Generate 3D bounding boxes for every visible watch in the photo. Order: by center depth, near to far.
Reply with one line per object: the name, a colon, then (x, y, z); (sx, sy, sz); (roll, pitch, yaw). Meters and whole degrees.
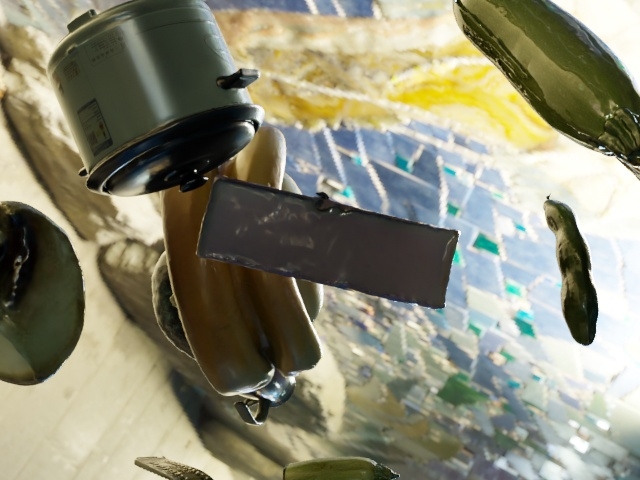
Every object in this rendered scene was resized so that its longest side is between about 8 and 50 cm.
watch: (-0.168, 0.378, 1.248); (0.102, 0.268, 0.165); (-9, 95, -29)

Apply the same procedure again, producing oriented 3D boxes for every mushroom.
mushroom: (-0.496, 0.055, 1.445); (0.292, 0.217, 0.212); (49, 60, -24)

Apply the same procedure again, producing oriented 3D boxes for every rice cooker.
rice cooker: (-0.204, -0.169, 1.208); (0.280, 0.227, 0.241); (-27, 174, 25)

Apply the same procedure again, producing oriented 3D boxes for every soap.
soap: (0.000, 0.000, 1.202); (0.285, 0.296, 0.107); (-169, -87, -87)

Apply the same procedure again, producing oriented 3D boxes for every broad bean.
broad bean: (0.328, 0.028, 1.253); (0.065, 0.046, 0.255); (111, -17, -49)

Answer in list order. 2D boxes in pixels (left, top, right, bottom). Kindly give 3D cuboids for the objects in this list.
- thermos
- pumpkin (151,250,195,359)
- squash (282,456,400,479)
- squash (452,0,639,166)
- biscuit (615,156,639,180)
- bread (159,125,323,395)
thermos: (-0.132, 0.258, 1.880); (0.265, 0.145, 0.176); (62, 40, -57)
pumpkin: (-0.212, 0.117, 2.085); (0.315, 0.315, 0.238); (-60, -174, -9)
squash: (0.044, 0.459, 1.836); (0.094, 0.224, 0.094); (-13, 90, -69)
squash: (0.221, -0.154, 0.880); (0.094, 0.341, 0.095); (-13, 130, -15)
biscuit: (0.386, -0.041, 0.975); (0.040, 0.309, 0.204); (-53, -169, 12)
bread: (-0.130, 0.035, 1.576); (0.329, 0.245, 0.424); (116, -37, -72)
